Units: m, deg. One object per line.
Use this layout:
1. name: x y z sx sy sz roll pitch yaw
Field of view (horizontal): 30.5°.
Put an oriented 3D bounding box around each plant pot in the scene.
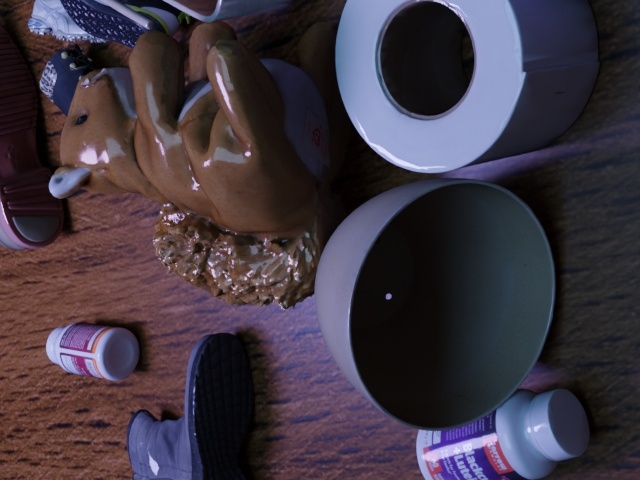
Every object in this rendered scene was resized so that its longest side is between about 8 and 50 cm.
1. plant pot: 0.104 0.057 1.368 0.191 0.284 0.284 20 114 58

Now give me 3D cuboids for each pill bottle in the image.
1. pill bottle: 0.217 0.237 1.395 0.193 0.108 0.108 -26 83 41
2. pill bottle: -0.372 0.177 1.903 0.152 0.086 0.086 4 102 40

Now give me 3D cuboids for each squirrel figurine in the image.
1. squirrel figurine: -0.161 -0.078 1.512 0.370 0.281 0.397 -6 109 27

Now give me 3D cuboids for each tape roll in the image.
1. tape roll: 0.161 -0.205 1.301 0.246 0.169 0.246 10 107 38

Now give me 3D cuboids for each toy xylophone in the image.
1. toy xylophone: -0.182 -0.354 1.526 0.322 0.236 0.081 27 126 35

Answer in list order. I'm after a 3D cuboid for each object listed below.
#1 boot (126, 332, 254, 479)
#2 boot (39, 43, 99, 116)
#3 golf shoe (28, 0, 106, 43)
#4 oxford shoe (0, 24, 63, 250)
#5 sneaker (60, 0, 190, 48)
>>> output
1. boot: -0.216 0.288 1.783 0.222 0.118 0.338 12 104 44
2. boot: -0.330 -0.238 1.764 0.178 0.085 0.236 50 131 15
3. golf shoe: -0.386 -0.351 1.809 0.176 0.069 0.086 19 106 35
4. oxford shoe: -0.548 -0.171 1.943 0.146 0.140 0.397 -12 90 49
5. sneaker: -0.286 -0.344 1.713 0.234 0.097 0.084 29 152 26
